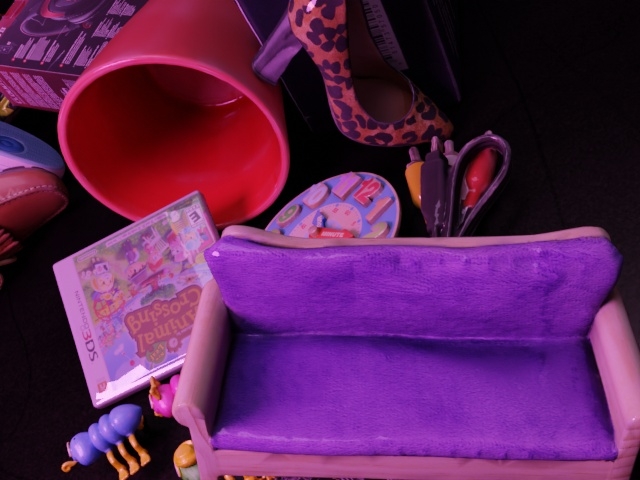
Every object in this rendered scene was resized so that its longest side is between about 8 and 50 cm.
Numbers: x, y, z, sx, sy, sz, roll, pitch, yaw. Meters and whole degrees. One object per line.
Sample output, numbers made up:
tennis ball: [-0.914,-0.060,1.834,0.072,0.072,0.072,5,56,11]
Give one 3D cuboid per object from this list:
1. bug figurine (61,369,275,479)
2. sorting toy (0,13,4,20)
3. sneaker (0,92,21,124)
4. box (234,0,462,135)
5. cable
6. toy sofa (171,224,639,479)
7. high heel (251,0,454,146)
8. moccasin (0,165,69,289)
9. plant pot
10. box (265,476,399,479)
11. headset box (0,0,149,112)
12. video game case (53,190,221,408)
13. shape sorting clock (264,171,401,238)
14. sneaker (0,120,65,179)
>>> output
bug figurine: [-0.161,0.211,0.802,0.216,0.072,0.279,-38,27,-5]
sorting toy: [-0.657,-0.413,1.601,0.061,0.042,0.102,-8,53,22]
sneaker: [-0.585,-0.193,1.365,0.385,0.145,0.147,-52,19,-11]
box: [0.043,-0.392,1.052,0.211,0.293,0.396,-10,52,21]
cable: [0.147,-0.002,0.875,0.139,0.072,0.287,-12,60,32]
toy sofa: [0.072,0.102,0.667,0.362,0.177,0.150,1,40,4]
high heel: [0.071,-0.187,0.888,0.186,0.261,0.093,-36,38,59]
moccasin: [-0.513,0.034,1.128,0.380,0.139,0.147,-33,65,-12]
plant pot: [-0.166,-0.185,1.049,0.274,0.275,0.243,-15,41,17]
box: [0.032,0.263,0.716,0.180,0.077,0.147,31,74,40]
headset box: [-0.363,-0.307,1.244,0.293,0.110,0.218,11,63,26]
video game case: [-0.203,0.069,0.976,0.212,0.023,0.193,-26,70,8]
shape sorting clock: [0.000,0.000,0.935,0.206,0.040,0.206,-23,38,19]
sneaker: [-0.563,-0.084,1.235,0.127,0.318,0.208,-105,33,-64]
